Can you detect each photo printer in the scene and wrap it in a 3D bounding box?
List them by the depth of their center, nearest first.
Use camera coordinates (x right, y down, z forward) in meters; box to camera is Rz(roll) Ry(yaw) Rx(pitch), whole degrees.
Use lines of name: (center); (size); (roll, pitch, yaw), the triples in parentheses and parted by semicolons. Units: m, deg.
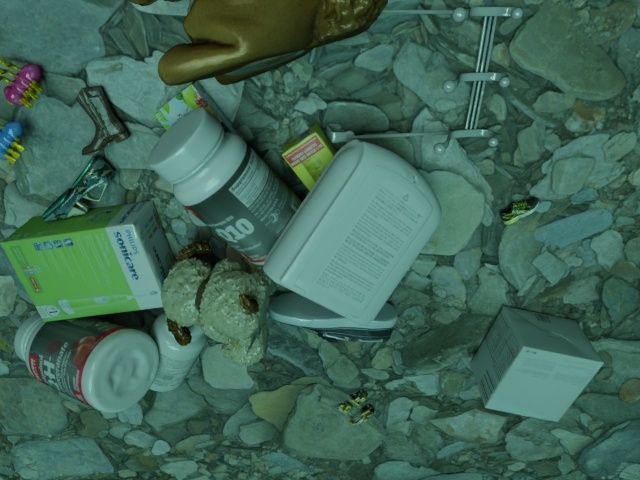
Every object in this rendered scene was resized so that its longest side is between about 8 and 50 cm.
photo printer: (0.074, -0.016, 0.892); (0.256, 0.107, 0.307); (31, 95, -34)

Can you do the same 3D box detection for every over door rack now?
over door rack: (0.170, -0.278, 0.831); (0.325, 0.108, 0.239); (1, 120, 1)

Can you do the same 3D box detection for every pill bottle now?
pill bottle: (-0.164, -0.093, 0.885); (0.161, 0.161, 0.283); (-31, 128, 18)
pill bottle: (-0.535, 0.253, 1.072); (0.319, 0.176, 0.176); (8, 125, 30)
pill bottle: (-0.344, 0.239, 1.135); (0.131, 0.131, 0.229); (26, 118, -14)

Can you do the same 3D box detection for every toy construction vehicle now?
toy construction vehicle: (0.102, 0.465, 1.316); (0.098, 0.035, 0.086); (-34, 114, 19)

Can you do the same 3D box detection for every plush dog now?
plush dog: (-0.220, 0.120, 0.983); (0.226, 0.210, 0.262); (9, 82, 10)

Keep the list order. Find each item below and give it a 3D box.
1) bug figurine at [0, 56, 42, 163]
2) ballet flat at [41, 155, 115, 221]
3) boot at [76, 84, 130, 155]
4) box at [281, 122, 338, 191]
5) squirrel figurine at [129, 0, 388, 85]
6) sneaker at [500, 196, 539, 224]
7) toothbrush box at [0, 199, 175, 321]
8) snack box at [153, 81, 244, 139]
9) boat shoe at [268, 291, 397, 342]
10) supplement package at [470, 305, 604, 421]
bug figurine: (-0.625, -0.283, 0.865); (0.216, 0.072, 0.279); (-40, 108, 15)
ballet flat: (-0.490, -0.089, 0.977); (0.188, 0.070, 0.070); (-40, 112, 18)
boot: (-0.439, -0.230, 0.912); (0.107, 0.037, 0.114); (-25, 121, 1)
box: (0.026, -0.114, 0.959); (0.087, 0.058, 0.232); (-30, 116, 18)
squirrel figurine: (-0.095, -0.445, 0.661); (0.398, 0.281, 0.369); (-13, 106, 18)
sneaker: (0.414, -0.066, 0.995); (0.083, 0.031, 0.035); (-38, 113, 21)
toothbrush box: (-0.480, 0.046, 1.029); (0.284, 0.122, 0.206); (-8, 119, 7)
snack box: (-0.231, -0.217, 0.915); (0.100, 0.037, 0.141); (-30, 117, 19)
boat shoe: (0.026, 0.192, 1.121); (0.302, 0.108, 0.102); (4, 119, -10)
supplement package: (0.501, 0.292, 1.138); (0.195, 0.149, 0.203); (13, 120, -7)
